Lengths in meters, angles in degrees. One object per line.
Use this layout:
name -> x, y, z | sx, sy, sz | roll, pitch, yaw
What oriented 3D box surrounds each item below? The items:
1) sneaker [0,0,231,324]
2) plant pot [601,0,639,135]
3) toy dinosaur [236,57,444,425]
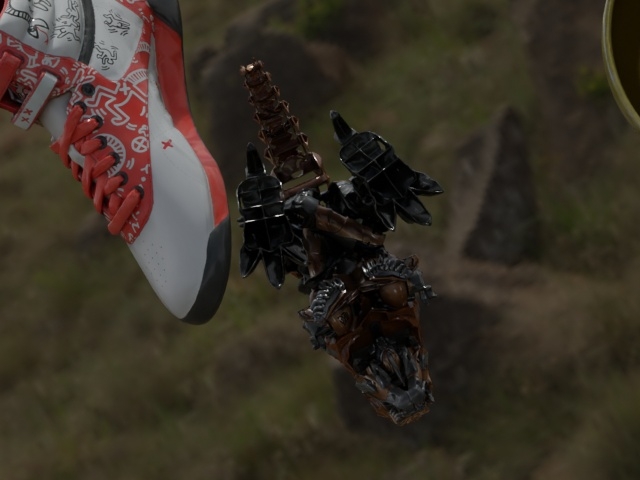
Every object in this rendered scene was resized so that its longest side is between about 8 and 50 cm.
sneaker -> -0.152, -0.066, 1.275 | 0.145, 0.270, 0.090 | 3, -31, -30
plant pot -> 0.191, -0.089, 0.921 | 0.134, 0.134, 0.095 | -31, -3, -5
toy dinosaur -> 0.000, 0.000, 1.640 | 0.164, 0.322, 0.218 | -45, -13, -9
